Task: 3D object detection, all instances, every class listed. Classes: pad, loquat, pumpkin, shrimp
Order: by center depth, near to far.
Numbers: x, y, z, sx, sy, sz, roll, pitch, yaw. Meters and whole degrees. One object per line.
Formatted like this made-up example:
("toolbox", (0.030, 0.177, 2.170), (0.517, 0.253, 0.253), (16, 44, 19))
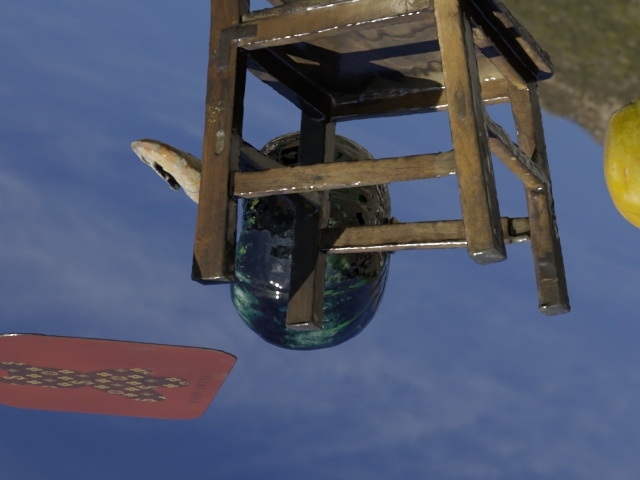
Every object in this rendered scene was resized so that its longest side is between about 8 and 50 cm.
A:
("pad", (-0.168, 0.110, 1.106), (0.181, 0.267, 0.004), (5, -109, -10))
("loquat", (0.489, -0.087, 1.854), (0.213, 0.213, 0.246), (-10, -113, -50))
("shrimp", (-0.191, -0.088, 1.966), (0.126, 0.047, 0.223), (23, 167, 25))
("pumpkin", (0.000, 0.000, 1.986), (0.239, 0.315, 0.315), (4, -156, 8))

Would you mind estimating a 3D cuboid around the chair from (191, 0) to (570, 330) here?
("chair", (0.054, -0.155, 1.111), (0.241, 0.416, 0.203), (-6, 162, 26))
